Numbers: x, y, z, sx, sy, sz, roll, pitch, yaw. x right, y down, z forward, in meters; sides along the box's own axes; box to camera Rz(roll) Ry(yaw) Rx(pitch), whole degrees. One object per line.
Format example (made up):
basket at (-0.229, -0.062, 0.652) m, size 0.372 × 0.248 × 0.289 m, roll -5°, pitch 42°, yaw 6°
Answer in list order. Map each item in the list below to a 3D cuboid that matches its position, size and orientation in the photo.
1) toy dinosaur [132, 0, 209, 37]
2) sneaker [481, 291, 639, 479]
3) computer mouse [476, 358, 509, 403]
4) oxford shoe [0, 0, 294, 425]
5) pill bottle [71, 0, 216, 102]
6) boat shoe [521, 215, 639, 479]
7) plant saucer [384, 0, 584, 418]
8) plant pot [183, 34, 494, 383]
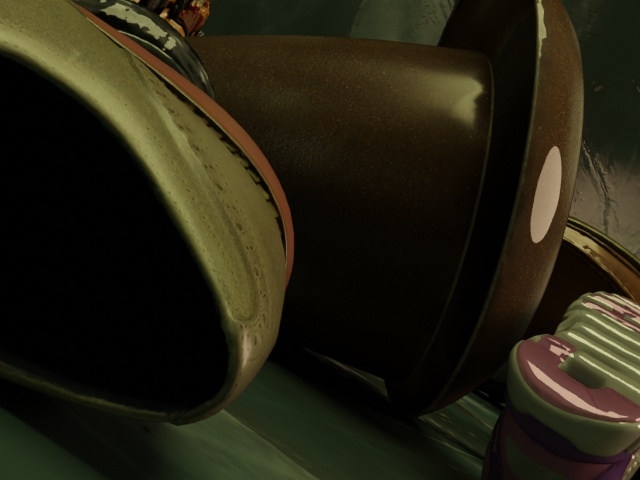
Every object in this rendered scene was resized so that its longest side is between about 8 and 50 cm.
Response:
toy dinosaur at (-0.198, -0.193, 1.301) m, size 0.164 × 0.218 × 0.322 m, roll 48°, pitch 45°, yaw 9°
sneaker at (0.158, 0.101, 0.754) m, size 0.095 × 0.104 × 0.236 m, roll 30°, pitch 22°, yaw 25°
computer mouse at (0.197, 0.155, 1.603) m, size 0.272 × 0.072 × 0.188 m, roll 44°, pitch 1°, yaw 7°
oxford shoe at (-0.150, -0.068, 0.348) m, size 0.348 × 0.123 × 0.130 m, roll 30°, pitch 7°, yaw -10°
pill bottle at (-0.113, -0.054, 0.602) m, size 0.123 × 0.123 × 0.219 m, roll 31°, pitch 1°, yaw -17°
boat shoe at (0.218, 0.111, 0.887) m, size 0.307 × 0.110 × 0.104 m, roll 51°, pitch 17°, yaw -2°
plant saucer at (0.104, -0.034, 0.859) m, size 0.050 × 0.311 × 0.310 m, roll 11°, pitch 4°, yaw -9°
plant pot at (-0.037, -0.041, 0.817) m, size 0.230 × 0.215 × 0.215 m, roll 14°, pitch 3°, yaw -6°
